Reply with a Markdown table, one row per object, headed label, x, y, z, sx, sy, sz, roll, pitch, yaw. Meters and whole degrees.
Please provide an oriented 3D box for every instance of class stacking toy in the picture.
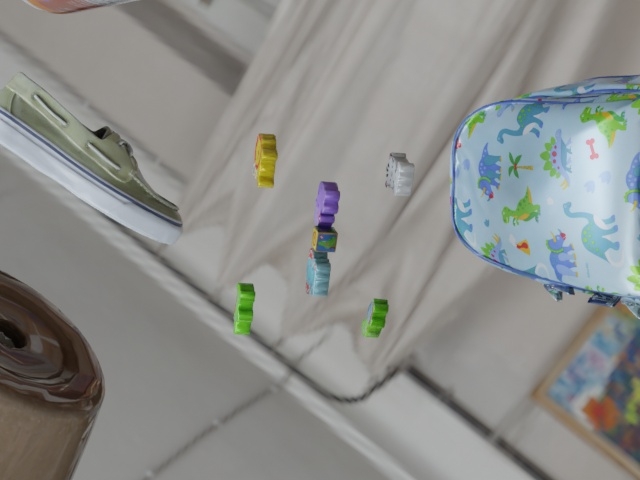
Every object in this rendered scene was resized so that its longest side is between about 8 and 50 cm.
| label | x | y | z | sx | sy | sz | roll | pitch | yaw |
| --- | --- | --- | --- | --- | --- | --- | --- | --- | --- |
| stacking toy | 0.000 | 0.000 | 1.579 | 0.167 | 0.221 | 0.052 | 5 | -162 | -14 |

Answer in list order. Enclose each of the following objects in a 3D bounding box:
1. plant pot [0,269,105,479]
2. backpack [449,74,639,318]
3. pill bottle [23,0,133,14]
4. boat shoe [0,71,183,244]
| label | x | y | z | sx | sy | sz | roll | pitch | yaw |
| --- | --- | --- | --- | --- | --- | --- | --- | --- | --- |
| plant pot | -0.263 | 0.137 | 0.938 | 0.263 | 0.229 | 0.263 | 34 | -162 | -13 |
| backpack | 0.319 | -0.062 | 1.680 | 0.273 | 0.290 | 0.355 | -8 | -165 | -24 |
| pill bottle | -0.159 | -0.247 | 1.150 | 0.121 | 0.121 | 0.216 | 7 | 176 | -39 |
| boat shoe | -0.286 | -0.100 | 1.864 | 0.302 | 0.094 | 0.109 | 34 | 179 | -26 |
